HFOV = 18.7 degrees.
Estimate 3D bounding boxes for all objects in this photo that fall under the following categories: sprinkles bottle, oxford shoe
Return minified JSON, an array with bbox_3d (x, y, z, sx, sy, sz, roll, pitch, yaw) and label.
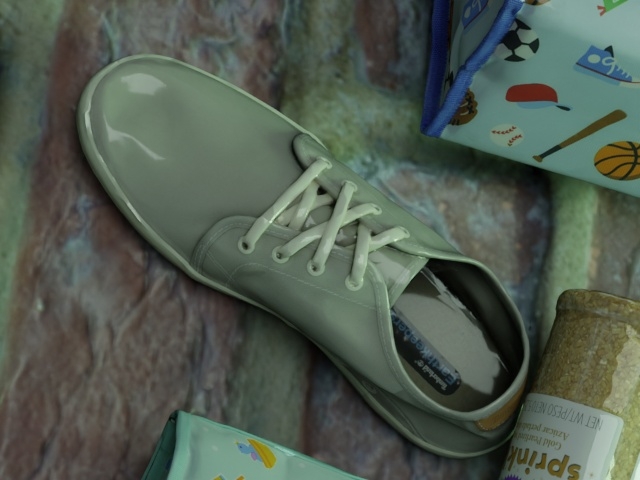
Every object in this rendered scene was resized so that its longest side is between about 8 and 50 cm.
[{"bbox_3d":[0.188,0.220,1.516,0.121,0.121,0.355,22,80,-12],"label":"sprinkles bottle"},{"bbox_3d":[0.000,0.000,1.562,0.449,0.130,0.169,41,66,-2],"label":"oxford shoe"}]

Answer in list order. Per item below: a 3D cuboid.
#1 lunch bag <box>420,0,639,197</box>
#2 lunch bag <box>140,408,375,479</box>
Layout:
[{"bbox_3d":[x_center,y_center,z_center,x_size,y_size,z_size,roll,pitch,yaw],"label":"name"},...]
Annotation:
[{"bbox_3d":[0.280,-0.251,1.694,0.327,0.239,0.385,18,52,-13],"label":"lunch bag"},{"bbox_3d":[-0.052,0.274,1.434,0.223,0.160,0.262,22,65,-11],"label":"lunch bag"}]
